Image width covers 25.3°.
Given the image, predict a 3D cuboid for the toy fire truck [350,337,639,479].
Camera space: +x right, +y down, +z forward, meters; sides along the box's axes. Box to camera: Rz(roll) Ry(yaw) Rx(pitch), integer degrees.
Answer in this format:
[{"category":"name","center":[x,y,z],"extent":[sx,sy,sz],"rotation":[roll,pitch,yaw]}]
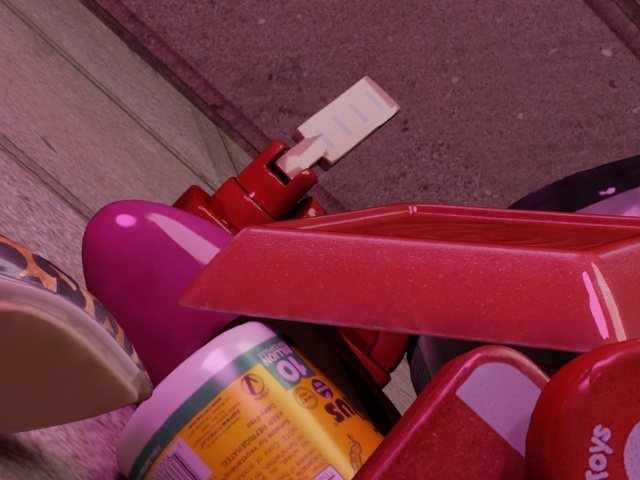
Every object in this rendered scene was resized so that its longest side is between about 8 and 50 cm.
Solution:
[{"category":"toy fire truck","center":[0.115,0.200,0.624],"extent":[0.302,0.254,0.169],"rotation":[44,-17,-5]}]

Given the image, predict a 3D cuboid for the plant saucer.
[{"category":"plant saucer","center":[0.093,0.012,0.825],"extent":[0.259,0.047,0.258],"rotation":[4,7,30]}]

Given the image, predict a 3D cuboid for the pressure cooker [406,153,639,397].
[{"category":"pressure cooker","center":[0.281,0.189,1.030],"extent":[0.370,0.375,0.420],"rotation":[22,41,-45]}]

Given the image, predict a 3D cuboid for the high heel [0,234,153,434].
[{"category":"high heel","center":[-0.193,-0.011,0.654],"extent":[0.261,0.093,0.186],"rotation":[25,24,-45]}]

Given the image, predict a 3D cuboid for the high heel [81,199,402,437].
[{"category":"high heel","center":[0.004,0.124,0.866],"extent":[0.377,0.127,0.181],"rotation":[45,-6,-22]}]

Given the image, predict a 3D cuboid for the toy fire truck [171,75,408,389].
[{"category":"toy fire truck","center":[0.000,0.000,1.165],"extent":[0.217,0.246,0.158],"rotation":[43,7,-13]}]

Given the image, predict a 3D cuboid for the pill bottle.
[{"category":"pill bottle","center":[0.000,0.151,0.747],"extent":[0.208,0.117,0.117],"rotation":[46,6,15]}]
